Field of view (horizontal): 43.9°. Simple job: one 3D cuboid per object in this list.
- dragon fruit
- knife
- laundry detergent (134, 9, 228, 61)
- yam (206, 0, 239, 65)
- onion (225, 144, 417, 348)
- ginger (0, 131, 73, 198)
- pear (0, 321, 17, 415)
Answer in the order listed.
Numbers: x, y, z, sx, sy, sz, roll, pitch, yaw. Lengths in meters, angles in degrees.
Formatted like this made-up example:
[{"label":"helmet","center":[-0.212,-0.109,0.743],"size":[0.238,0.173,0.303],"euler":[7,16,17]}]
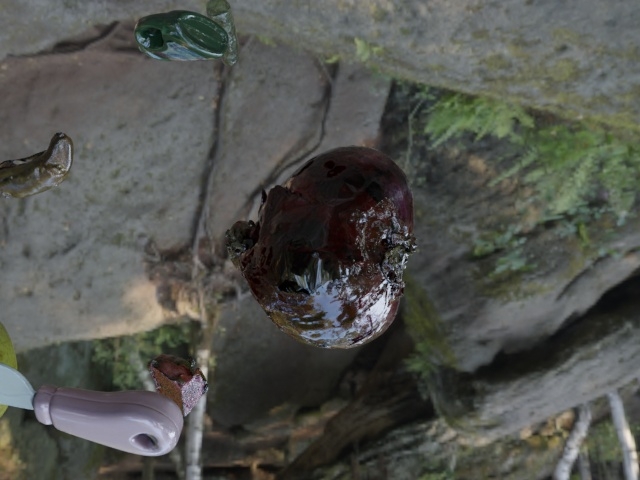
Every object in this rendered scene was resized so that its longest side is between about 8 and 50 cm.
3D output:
[{"label":"dragon fruit","center":[-0.277,0.277,1.603],"size":[0.102,0.096,0.147],"euler":[34,145,27]},{"label":"knife","center":[-0.296,0.145,0.754],"size":[0.335,0.043,0.081],"euler":[11,133,1]},{"label":"laundry detergent","center":[-0.269,-0.359,1.406],"size":[0.211,0.063,0.137],"euler":[9,175,46]},{"label":"yam","center":[-0.234,-0.506,1.952],"size":[0.061,0.061,0.274],"euler":[-1,166,0]},{"label":"onion","center":[0.017,0.004,1.055],"size":[0.281,0.281,0.221],"euler":[-17,173,34]},{"label":"ginger","center":[-0.761,-0.183,2.100],"size":[0.309,0.133,0.107],"euler":[-11,144,33]},{"label":"pear","center":[-0.740,0.257,1.561],"size":[0.303,0.304,0.304],"euler":[-1,158,0]}]
